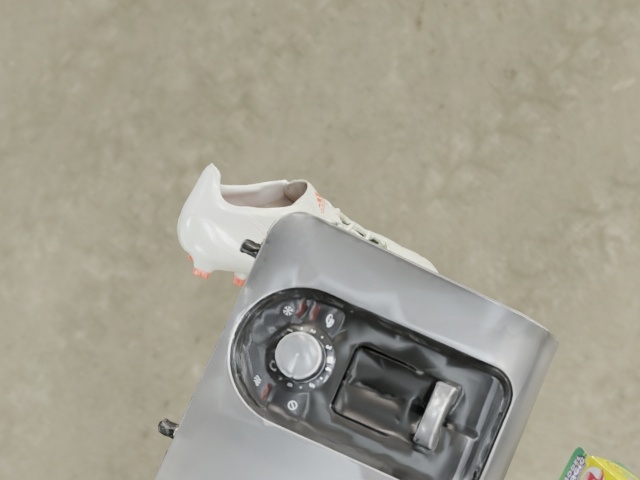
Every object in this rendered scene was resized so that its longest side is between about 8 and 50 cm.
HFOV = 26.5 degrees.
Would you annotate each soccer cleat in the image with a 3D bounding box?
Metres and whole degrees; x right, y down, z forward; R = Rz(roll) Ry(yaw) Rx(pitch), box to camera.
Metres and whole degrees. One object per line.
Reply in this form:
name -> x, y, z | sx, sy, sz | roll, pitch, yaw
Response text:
soccer cleat -> 0.000, 0.000, 0.925 | 0.068, 0.196, 0.076 | -128, 53, -62

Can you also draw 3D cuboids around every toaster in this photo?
toaster -> 0.003, 0.097, 0.502 | 0.110, 0.185, 0.168 | 24, 81, 9

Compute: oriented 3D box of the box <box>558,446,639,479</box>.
box -> 0.243, 0.251, 1.082 | 0.179, 0.043, 0.105 | 41, 109, 51
